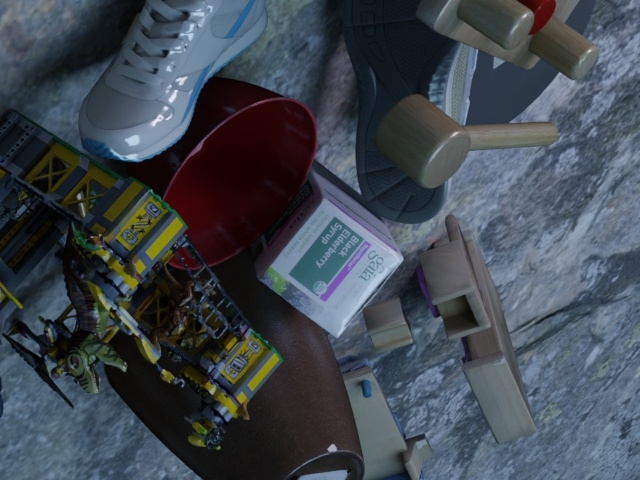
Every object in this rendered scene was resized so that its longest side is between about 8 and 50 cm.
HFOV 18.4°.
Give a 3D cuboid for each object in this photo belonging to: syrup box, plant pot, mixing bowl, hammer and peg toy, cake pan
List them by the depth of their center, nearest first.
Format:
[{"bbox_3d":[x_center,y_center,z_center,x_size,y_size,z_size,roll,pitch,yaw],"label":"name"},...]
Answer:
[{"bbox_3d":[0.166,-0.219,1.614,0.361,0.127,0.266,-57,158,12],"label":"hammer and peg toy"},{"bbox_3d":[-0.102,-0.074,1.713,0.181,0.098,0.181,-35,149,-25],"label":"mixing bowl"},{"bbox_3d":[0.000,0.000,1.814,0.093,0.096,0.237,-51,-170,7],"label":"syrup box"},{"bbox_3d":[-0.059,0.160,1.880,0.215,0.230,0.215,-22,141,-19],"label":"plant pot"},{"bbox_3d":[0.171,-0.210,1.958,0.293,0.054,0.293,-33,148,-24],"label":"cake pan"}]

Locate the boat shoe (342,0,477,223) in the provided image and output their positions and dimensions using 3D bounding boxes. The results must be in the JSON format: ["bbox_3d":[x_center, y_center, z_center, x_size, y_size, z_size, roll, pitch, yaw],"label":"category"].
[{"bbox_3d":[0.090,-0.176,1.807,0.103,0.118,0.320,-56,148,-60],"label":"boat shoe"}]

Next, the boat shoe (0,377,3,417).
[{"bbox_3d":[-0.377,0.186,1.678,0.254,0.095,0.079,-40,140,-31],"label":"boat shoe"}]

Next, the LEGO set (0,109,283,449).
[{"bbox_3d":[-0.200,0.067,1.601,0.192,0.255,0.331,-50,152,-13],"label":"LEGO set"}]

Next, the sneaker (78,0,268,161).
[{"bbox_3d":[-0.124,-0.156,1.577,0.228,0.087,0.092,-56,156,-34],"label":"sneaker"}]

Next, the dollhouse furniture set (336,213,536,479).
[{"bbox_3d":[0.047,0.117,2.169,0.303,0.198,0.286,-19,134,8],"label":"dollhouse furniture set"}]
